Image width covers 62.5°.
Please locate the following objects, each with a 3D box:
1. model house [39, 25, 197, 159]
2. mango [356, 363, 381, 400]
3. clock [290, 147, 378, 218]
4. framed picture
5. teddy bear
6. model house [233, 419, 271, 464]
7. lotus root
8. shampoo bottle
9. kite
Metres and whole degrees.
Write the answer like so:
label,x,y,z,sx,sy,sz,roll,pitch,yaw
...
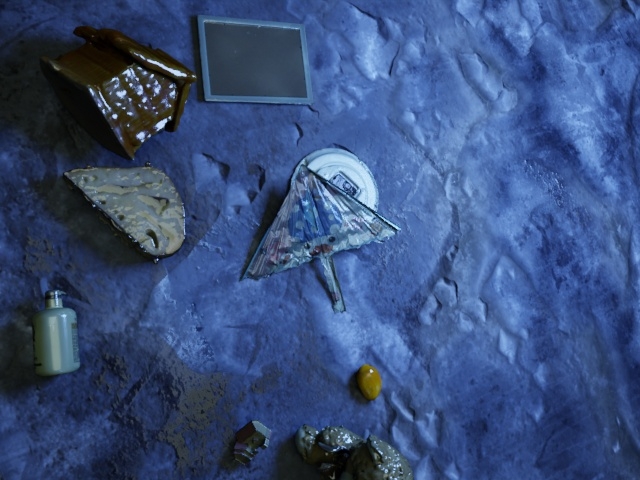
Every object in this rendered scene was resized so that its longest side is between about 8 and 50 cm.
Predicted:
label,x,y,z,sx,sy,sz,roll,pitch,yaw
model house,-0.403,-0.325,1.093,0.199,0.220,0.229,32,60,30
mango,0.116,0.338,1.255,0.060,0.046,0.089,-13,100,-20
clock,0.044,-0.116,1.286,0.236,0.053,0.237,2,83,-20
framed picture,-0.154,-0.431,1.274,0.274,0.017,0.217,-2,84,-21
teddy bear,0.089,0.495,1.112,0.156,0.256,0.267,-29,94,-26
model house,-0.154,0.429,1.130,0.058,0.057,0.083,42,115,-15
lotus root,-0.384,-0.076,1.108,0.170,0.074,0.261,-40,96,-21
shampoo bottle,-0.512,0.176,1.020,0.079,0.079,0.162,-5,85,-21
kite,0.000,0.000,1.239,0.405,0.014,0.369,-17,101,-12
